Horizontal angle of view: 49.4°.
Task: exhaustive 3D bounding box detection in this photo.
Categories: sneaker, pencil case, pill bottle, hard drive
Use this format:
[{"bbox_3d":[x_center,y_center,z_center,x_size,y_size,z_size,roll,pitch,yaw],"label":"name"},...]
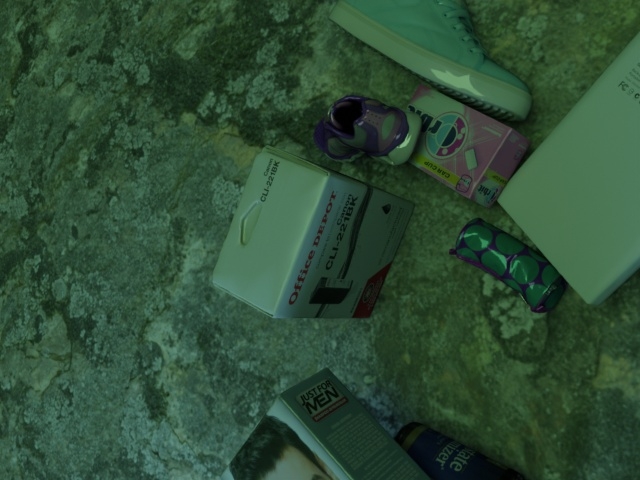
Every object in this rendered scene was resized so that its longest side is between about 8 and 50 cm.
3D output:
[{"bbox_3d":[0.044,-0.172,1.028,0.236,0.104,0.095,16,86,61],"label":"sneaker"},{"bbox_3d":[0.168,-0.306,0.995,0.366,0.135,0.150,39,107,27],"label":"sneaker"},{"bbox_3d":[0.255,0.033,0.942,0.152,0.064,0.070,38,78,29],"label":"pencil case"},{"bbox_3d":[0.191,0.338,0.909,0.219,0.123,0.123,20,95,30],"label":"pill bottle"},{"bbox_3d":[0.376,-0.099,0.845,0.307,0.040,0.203,-54,49,27],"label":"hard drive"}]

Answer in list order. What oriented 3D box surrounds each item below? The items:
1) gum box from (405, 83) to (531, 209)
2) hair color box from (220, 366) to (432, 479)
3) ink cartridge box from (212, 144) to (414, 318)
[{"bbox_3d":[0.186,-0.138,0.986,0.188,0.062,0.107,40,105,41],"label":"gum box"},{"bbox_3d":[0.061,0.364,0.861,0.374,0.113,0.185,45,122,20],"label":"hair color box"},{"bbox_3d":[0.000,0.000,0.975,0.114,0.273,0.197,25,97,31],"label":"ink cartridge box"}]
